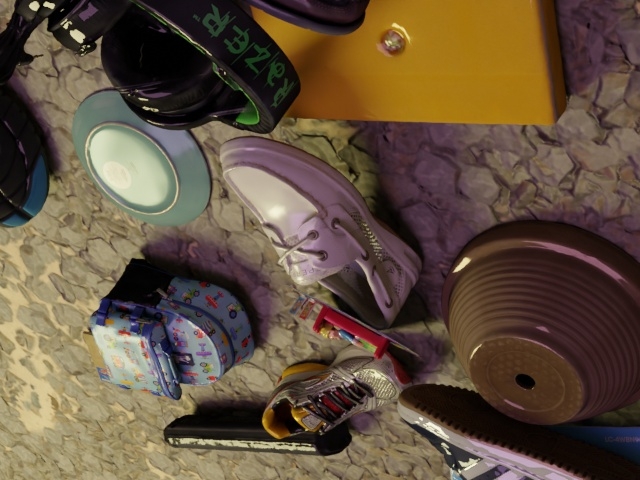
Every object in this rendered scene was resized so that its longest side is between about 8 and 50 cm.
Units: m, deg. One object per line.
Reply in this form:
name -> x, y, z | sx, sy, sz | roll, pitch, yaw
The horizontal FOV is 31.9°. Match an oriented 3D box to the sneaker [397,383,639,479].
sneaker -> 0.195, 0.264, 1.171 | 0.282, 0.099, 0.153 | 21, 113, 26

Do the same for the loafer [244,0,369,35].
loafer -> -0.079, -0.285, 0.921 | 0.302, 0.109, 0.095 | 36, 131, 7

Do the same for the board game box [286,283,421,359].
board game box -> 0.030, 0.102, 1.225 | 0.133, 0.033, 0.169 | 32, 175, -33

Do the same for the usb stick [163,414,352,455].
usb stick -> -0.087, 0.256, 1.475 | 0.278, 0.077, 0.045 | -5, 94, 35

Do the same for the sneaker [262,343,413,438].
sneaker -> 0.019, 0.191, 1.336 | 0.225, 0.092, 0.088 | -26, 110, 43

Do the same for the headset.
headset -> -0.194, -0.186, 1.045 | 0.394, 0.185, 0.243 | 27, 169, 45

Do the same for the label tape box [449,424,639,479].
label tape box -> 0.300, 0.345, 1.264 | 0.249, 0.115, 0.347 | -6, 104, 36

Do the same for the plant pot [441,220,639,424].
plant pot -> 0.223, 0.106, 1.123 | 0.237, 0.109, 0.237 | 17, 133, 18

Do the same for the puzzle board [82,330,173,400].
puzzle board -> -0.267, 0.174, 1.562 | 0.128, 0.011, 0.096 | 11, 132, 26

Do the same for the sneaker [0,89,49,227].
sneaker -> -0.454, -0.162, 1.340 | 0.341, 0.125, 0.140 | 55, 161, -22

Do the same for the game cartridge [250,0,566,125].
game cartridge -> 0.057, -0.252, 0.968 | 0.285, 0.052, 0.323 | 5, 126, 29

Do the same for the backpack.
backpack -> -0.175, 0.119, 1.382 | 0.173, 0.117, 0.158 | 11, 132, 21

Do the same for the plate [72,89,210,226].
plate -> -0.213, -0.087, 1.294 | 0.188, 0.024, 0.188 | 17, 134, 18

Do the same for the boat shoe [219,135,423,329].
boat shoe -> 0.000, 0.000, 1.119 | 0.098, 0.096, 0.277 | -10, 141, 46
